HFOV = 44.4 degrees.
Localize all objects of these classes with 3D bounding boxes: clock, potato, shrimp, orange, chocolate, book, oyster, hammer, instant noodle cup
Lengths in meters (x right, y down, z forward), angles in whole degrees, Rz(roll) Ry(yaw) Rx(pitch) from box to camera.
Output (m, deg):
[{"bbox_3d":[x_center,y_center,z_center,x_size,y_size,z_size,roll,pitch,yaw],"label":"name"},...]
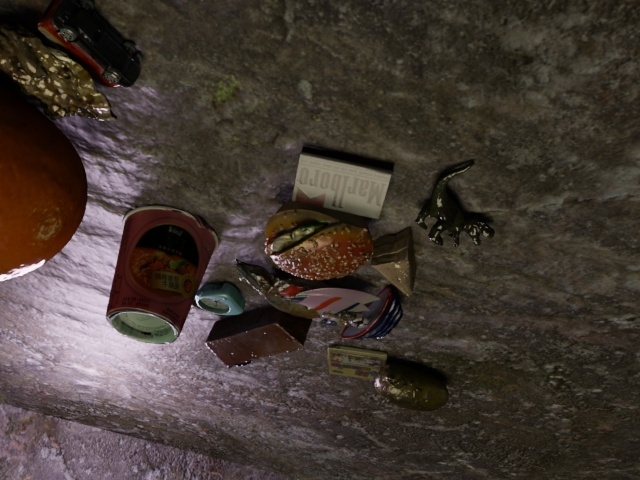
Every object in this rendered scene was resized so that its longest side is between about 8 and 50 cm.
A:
[{"bbox_3d":[-0.276,0.151,2.030,0.147,0.045,0.108,-2,145,23],"label":"clock"},{"bbox_3d":[0.262,0.425,2.229,0.251,0.113,0.149,31,140,-26],"label":"potato"},{"bbox_3d":[-0.071,0.115,1.897,0.164,0.062,0.317,-27,136,35],"label":"shrimp"},{"bbox_3d":[-0.645,-0.109,1.426,0.424,0.326,0.424,23,161,8],"label":"orange"},{"bbox_3d":[-0.175,0.249,2.101,0.321,0.112,0.112,-20,128,41],"label":"chocolate"},{"bbox_3d":[0.106,0.353,2.262,0.168,0.013,0.192,7,149,7],"label":"book"},{"bbox_3d":[-0.457,-0.270,1.317,0.223,0.083,0.214,20,162,30],"label":"oyster"},{"bbox_3d":[-0.309,0.191,2.130,0.110,0.019,0.035,26,146,-26],"label":"hammer"},{"bbox_3d":[-0.364,0.087,1.758,0.244,0.255,0.244,6,147,4],"label":"instant noodle cup"}]

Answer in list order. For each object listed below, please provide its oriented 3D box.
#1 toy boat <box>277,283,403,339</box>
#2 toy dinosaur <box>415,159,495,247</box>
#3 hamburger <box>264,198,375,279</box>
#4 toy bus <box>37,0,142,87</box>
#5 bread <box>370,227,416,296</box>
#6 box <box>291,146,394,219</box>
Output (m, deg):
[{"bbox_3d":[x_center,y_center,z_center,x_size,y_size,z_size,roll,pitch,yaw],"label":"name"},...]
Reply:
[{"bbox_3d":[0.067,0.148,1.872,0.219,0.072,0.318,-26,135,27],"label":"toy boat"},{"bbox_3d":[0.273,-0.075,1.517,0.187,0.087,0.179,17,114,-39],"label":"toy dinosaur"},{"bbox_3d":[-0.002,0.002,1.605,0.237,0.147,0.237,7,150,4],"label":"hamburger"},{"bbox_3d":[-0.375,-0.320,1.280,0.077,0.079,0.174,-1,148,36],"label":"toy bus"},{"bbox_3d":[0.189,0.049,1.685,0.105,0.077,0.152,-17,140,39],"label":"bread"},{"bbox_3d":[0.041,-0.107,1.488,0.178,0.036,0.115,12,127,-1],"label":"box"}]
